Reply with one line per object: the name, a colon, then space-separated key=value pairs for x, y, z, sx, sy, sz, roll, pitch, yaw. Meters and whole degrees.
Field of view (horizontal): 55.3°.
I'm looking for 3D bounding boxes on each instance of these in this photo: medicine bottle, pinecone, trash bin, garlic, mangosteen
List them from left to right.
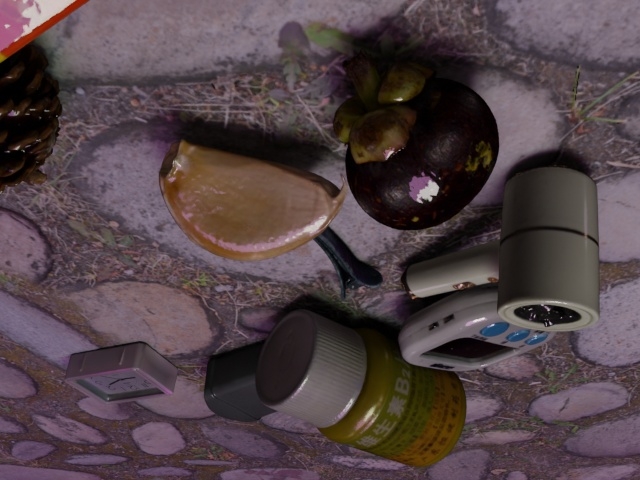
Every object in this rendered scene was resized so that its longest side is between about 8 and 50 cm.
pinecone: x=-0.377 y=-0.156 z=0.677 sx=0.169 sy=0.185 sz=0.212 roll=-10 pitch=126 yaw=-25
garlic: x=-0.089 y=-0.055 z=0.805 sx=0.245 sy=0.145 sz=0.164 roll=10 pitch=146 yaw=3
trash bin: x=-0.135 y=0.306 z=1.318 sx=0.236 sy=0.101 sz=0.177 roll=-24 pitch=134 yaw=24
medicine bottle: x=0.082 y=0.285 z=1.180 sx=0.384 sy=0.224 sz=0.224 roll=28 pitch=135 yaw=-29
mangosteen: x=0.095 y=-0.121 z=0.709 sx=0.217 sy=0.192 sz=0.192 roll=43 pitch=129 yaw=-14

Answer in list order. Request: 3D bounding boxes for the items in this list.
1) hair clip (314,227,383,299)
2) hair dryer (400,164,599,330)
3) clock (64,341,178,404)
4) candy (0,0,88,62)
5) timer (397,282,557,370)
hair clip: x=0.000 y=0.000 z=0.975 sx=0.083 sy=0.048 sz=0.275 roll=-20 pitch=132 yaw=27
hair dryer: x=0.242 y=0.040 z=0.921 sx=0.128 sy=0.203 sz=0.362 roll=23 pitch=154 yaw=-29
clock: x=-0.435 y=0.295 z=1.338 sx=0.197 sy=0.063 sz=0.150 roll=-12 pitch=140 yaw=17
candy: x=-0.236 y=-0.276 z=0.512 sx=0.276 sy=0.088 sz=0.146 roll=-33 pitch=133 yaw=6
timer: x=0.280 y=0.159 z=1.098 sx=0.262 sy=0.087 sz=0.237 roll=18 pitch=142 yaw=-40
